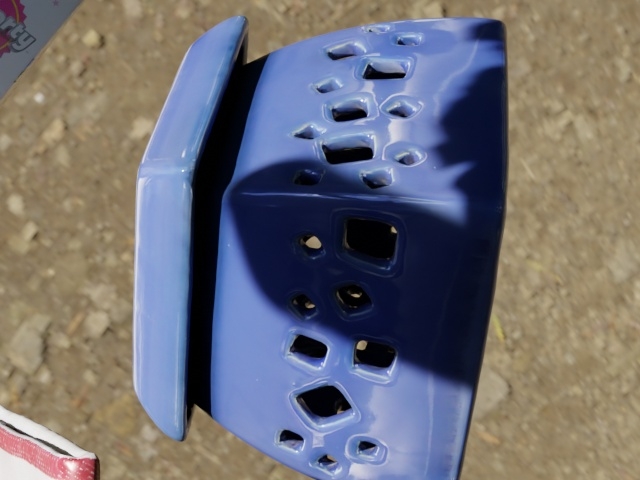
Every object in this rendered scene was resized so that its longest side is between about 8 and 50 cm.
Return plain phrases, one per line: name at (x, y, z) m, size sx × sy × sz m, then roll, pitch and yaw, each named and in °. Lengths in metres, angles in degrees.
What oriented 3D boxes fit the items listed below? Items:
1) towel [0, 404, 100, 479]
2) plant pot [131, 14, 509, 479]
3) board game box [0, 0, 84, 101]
towel at (-0.144, 0.255, 0.771) m, size 0.237 × 0.037 × 0.329 m, roll 180°, pitch 89°, yaw -67°
plant pot at (0.000, 0.000, 0.992) m, size 0.212 × 0.236 × 0.236 m, roll 8°, pitch 34°, yaw 2°
board game box at (-0.259, -0.162, 1.218) m, size 0.303 × 0.097 × 0.224 m, roll -49°, pitch 12°, yaw 4°
